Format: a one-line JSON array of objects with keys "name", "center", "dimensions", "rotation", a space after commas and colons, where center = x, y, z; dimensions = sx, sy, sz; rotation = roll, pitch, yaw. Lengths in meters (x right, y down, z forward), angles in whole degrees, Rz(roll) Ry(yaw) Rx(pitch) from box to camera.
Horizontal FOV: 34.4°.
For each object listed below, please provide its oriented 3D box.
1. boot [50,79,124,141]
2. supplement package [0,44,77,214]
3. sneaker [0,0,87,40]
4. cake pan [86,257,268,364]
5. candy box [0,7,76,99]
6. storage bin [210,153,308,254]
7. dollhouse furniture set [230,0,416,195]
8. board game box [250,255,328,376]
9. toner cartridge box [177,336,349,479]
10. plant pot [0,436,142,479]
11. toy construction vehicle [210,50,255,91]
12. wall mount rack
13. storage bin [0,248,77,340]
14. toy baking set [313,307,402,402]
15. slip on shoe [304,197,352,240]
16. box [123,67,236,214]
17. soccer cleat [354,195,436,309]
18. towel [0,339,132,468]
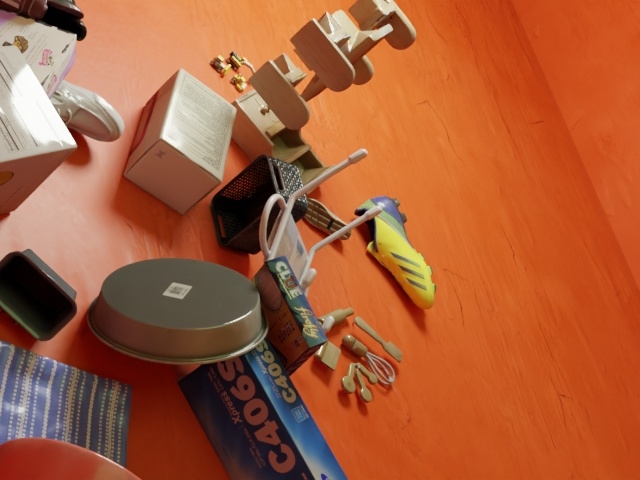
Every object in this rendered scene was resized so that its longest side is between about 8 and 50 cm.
[{"name": "boot", "center": [-0.477, -0.225, 1.815], "dimensions": [0.258, 0.095, 0.123], "rotation": [31, 44, -16]}, {"name": "supplement package", "center": [-0.552, -0.146, 1.531], "dimensions": [0.198, 0.199, 0.263], "rotation": [58, 34, 6]}, {"name": "sneaker", "center": [-0.477, -0.402, 1.868], "dimensions": [0.163, 0.106, 0.281], "rotation": [31, 11, 8]}, {"name": "cake pan", "center": [-0.227, 0.105, 1.668], "dimensions": [0.293, 0.054, 0.293], "rotation": [6, 23, -3]}, {"name": "candy box", "center": [-0.531, -0.304, 1.722], "dimensions": [0.196, 0.070, 0.164], "rotation": [20, 49, -1]}, {"name": "storage bin", "center": [-0.120, -0.067, 2.004], "dimensions": [0.084, 0.180, 0.122], "rotation": [16, 48, -42]}, {"name": "dollhouse furniture set", "center": [0.014, -0.293, 2.184], "dimensions": [0.256, 0.394, 0.362], "rotation": [51, 33, -3]}, {"name": "board game box", "center": [-0.085, 0.152, 1.787], "dimensions": [0.042, 0.243, 0.165], "rotation": [-18, 73, -32]}, {"name": "toner cartridge box", "center": [-0.082, 0.337, 1.687], "dimensions": [0.075, 0.165, 0.347], "rotation": [-17, 72, -54]}, {"name": "plant pot", "center": [-0.333, 0.416, 1.239], "dimensions": [0.275, 0.275, 0.243], "rotation": [41, 43, -17]}, {"name": "toy construction vehicle", "center": [-0.194, -0.393, 2.354], "dimensions": [0.098, 0.035, 0.086], "rotation": [47, 33, -9]}, {"name": "wall mount rack", "center": [0.000, 0.000, 1.943], "dimensions": [0.350, 0.131, 0.304], "rotation": [71, 35, -59]}, {"name": "storage bin", "center": [-0.437, 0.079, 1.574], "dimensions": [0.135, 0.098, 0.091], "rotation": [45, 6, -10]}, {"name": "toy baking set", "center": [0.069, 0.227, 2.103], "dimensions": [0.196, 0.030, 0.256], "rotation": [59, 34, 4]}, {"name": "slip on shoe", "center": [0.009, -0.047, 2.275], "dimensions": [0.135, 0.051, 0.041], "rotation": [31, -2, -17]}, {"name": "box", "center": [-0.267, -0.192, 1.991], "dimensions": [0.149, 0.127, 0.232], "rotation": [36, 37, -25]}, {"name": "soccer cleat", "center": [0.168, 0.035, 2.373], "dimensions": [0.121, 0.093, 0.289], "rotation": [-19, 77, -24]}, {"name": "towel", "center": [-0.414, 0.260, 1.468], "dimensions": [0.336, 0.040, 0.243], "rotation": [27, 41, -33]}]
